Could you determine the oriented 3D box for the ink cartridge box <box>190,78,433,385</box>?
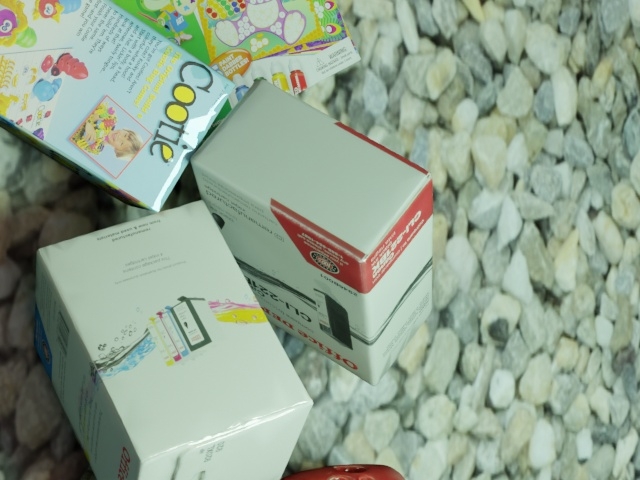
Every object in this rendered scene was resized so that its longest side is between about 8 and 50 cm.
[{"bbox_3d":[0.000,0.000,1.396,0.197,0.273,0.114,31,68,20],"label":"ink cartridge box"}]

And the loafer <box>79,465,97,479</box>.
[{"bbox_3d":[-0.131,0.219,1.437,0.268,0.102,0.092,-39,124,-23],"label":"loafer"}]

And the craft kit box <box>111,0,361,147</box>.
[{"bbox_3d":[-0.109,-0.245,1.497,0.250,0.061,0.247,-32,102,-28],"label":"craft kit box"}]

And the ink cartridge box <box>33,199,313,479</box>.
[{"bbox_3d":[-0.142,0.119,1.323,0.168,0.171,0.233,-18,62,-24],"label":"ink cartridge box"}]

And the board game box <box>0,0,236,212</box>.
[{"bbox_3d":[-0.242,-0.158,1.328,0.275,0.142,0.144,33,83,-18],"label":"board game box"}]

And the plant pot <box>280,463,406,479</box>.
[{"bbox_3d":[-0.009,0.322,1.463,0.174,0.191,0.191,3,86,-22],"label":"plant pot"}]
